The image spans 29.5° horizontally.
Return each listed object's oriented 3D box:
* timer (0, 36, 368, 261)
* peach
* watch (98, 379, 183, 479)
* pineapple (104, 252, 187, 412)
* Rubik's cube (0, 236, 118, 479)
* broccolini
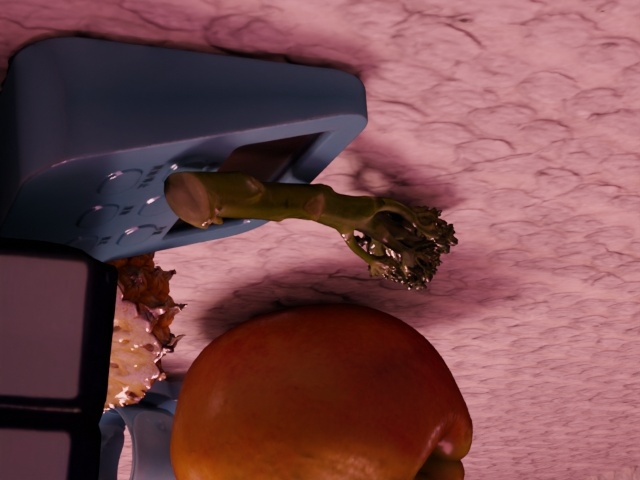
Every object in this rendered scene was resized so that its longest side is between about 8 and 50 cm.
[{"bbox_3d":[-0.109,-0.046,0.868,0.250,0.091,0.232,0,158,-24],"label":"timer"},{"bbox_3d":[-0.009,0.208,1.316,0.332,0.307,0.308,2,165,25],"label":"peach"},{"bbox_3d":[-0.250,0.267,1.501,0.211,0.193,0.211,-6,157,-3],"label":"watch"},{"bbox_3d":[-0.191,0.046,1.041,0.176,0.137,0.161,-32,110,32],"label":"pineapple"},{"bbox_3d":[-0.290,0.149,0.787,0.294,0.283,0.288,3,167,-14],"label":"Rubik's cube"},{"bbox_3d":[0.005,-0.001,0.946,0.079,0.074,0.392,-35,162,25],"label":"broccolini"}]
